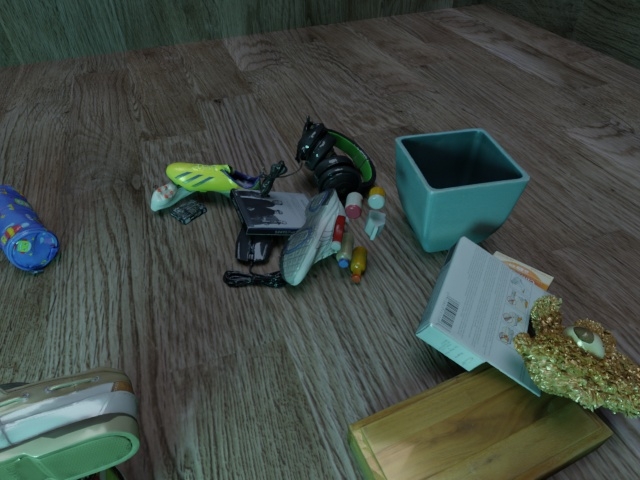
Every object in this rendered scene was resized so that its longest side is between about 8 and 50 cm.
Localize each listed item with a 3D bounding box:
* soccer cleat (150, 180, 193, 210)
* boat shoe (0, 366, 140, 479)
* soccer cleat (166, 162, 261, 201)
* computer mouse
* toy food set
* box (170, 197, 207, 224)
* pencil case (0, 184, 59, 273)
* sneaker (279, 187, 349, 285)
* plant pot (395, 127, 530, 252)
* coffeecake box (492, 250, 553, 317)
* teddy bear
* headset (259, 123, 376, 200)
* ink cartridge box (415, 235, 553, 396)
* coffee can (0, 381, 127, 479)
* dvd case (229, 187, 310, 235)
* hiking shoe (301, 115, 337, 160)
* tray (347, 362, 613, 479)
[{"bbox_3d":[-0.441,-0.150,1.325,0.068,0.076,0.196,46,37,0],"label":"soccer cleat"},{"bbox_3d":[-0.365,0.226,0.487,0.301,0.113,0.103,-6,41,-22],"label":"boat shoe"},{"bbox_3d":[-0.309,-0.190,1.282,0.288,0.121,0.094,17,44,-3],"label":"soccer cleat"},{"bbox_3d":[-0.140,0.012,1.146,0.183,0.060,0.262,5,44,7],"label":"computer mouse"},{"bbox_3d":[0.087,-0.013,1.036,0.111,0.232,0.105,15,44,-3],"label":"toy food set"},{"bbox_3d":[-0.389,-0.087,1.285,0.067,0.018,0.083,29,51,28],"label":"box"},{"bbox_3d":[-0.809,-0.038,1.165,0.306,0.133,0.120,34,93,32],"label":"pencil case"},{"bbox_3d":[0.000,0.000,1.110,0.110,0.129,0.297,-11,39,46],"label":"sneaker"},{"bbox_3d":[0.335,-0.111,1.131,0.247,0.253,0.247,-8,43,-8],"label":"plant pot"},{"bbox_3d":[0.428,0.127,1.009,0.142,0.068,0.185,29,51,28],"label":"coffeecake box"},{"bbox_3d":[0.499,0.209,0.798,0.337,0.113,0.245,24,39,-26],"label":"teddy bear"},{"bbox_3d":[-0.001,-0.214,1.300,0.394,0.185,0.244,-15,65,-48],"label":"headset"},{"bbox_3d":[0.347,0.150,0.895,0.238,0.060,0.275,35,49,2],"label":"ink cartridge box"},{"bbox_3d":[-0.413,0.362,0.617,0.201,0.276,0.202,0,43,0],"label":"coffee can"},{"bbox_3d":[-0.116,-0.079,1.209,0.238,0.030,0.179,1,38,-30],"label":"dvd case"},{"bbox_3d":[-0.008,-0.333,1.474,0.086,0.114,0.227,-21,47,-19],"label":"hiking shoe"},{"bbox_3d":[0.276,0.348,0.772,0.410,0.076,0.203,-17,46,-18],"label":"tray"}]
